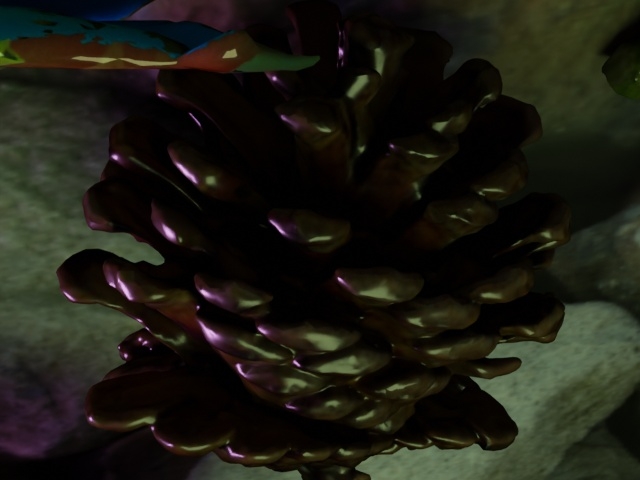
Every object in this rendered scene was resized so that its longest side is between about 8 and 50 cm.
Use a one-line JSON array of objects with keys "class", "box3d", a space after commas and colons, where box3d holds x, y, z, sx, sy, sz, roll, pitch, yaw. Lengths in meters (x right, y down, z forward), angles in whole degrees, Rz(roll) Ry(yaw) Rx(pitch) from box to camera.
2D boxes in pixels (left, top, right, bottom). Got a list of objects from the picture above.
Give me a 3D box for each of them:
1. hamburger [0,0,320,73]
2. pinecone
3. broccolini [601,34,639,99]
[{"class": "hamburger", "box3d": [-0.063, -0.153, 0.420, 0.276, 0.150, 0.261, -13, 142, -2]}, {"class": "pinecone", "box3d": [0.000, 0.004, 0.664, 0.179, 0.150, 0.195, -1, 144, -18]}, {"class": "broccolini", "box3d": [0.165, -0.110, 0.642, 0.067, 0.058, 0.216, 4, 143, -30]}]
